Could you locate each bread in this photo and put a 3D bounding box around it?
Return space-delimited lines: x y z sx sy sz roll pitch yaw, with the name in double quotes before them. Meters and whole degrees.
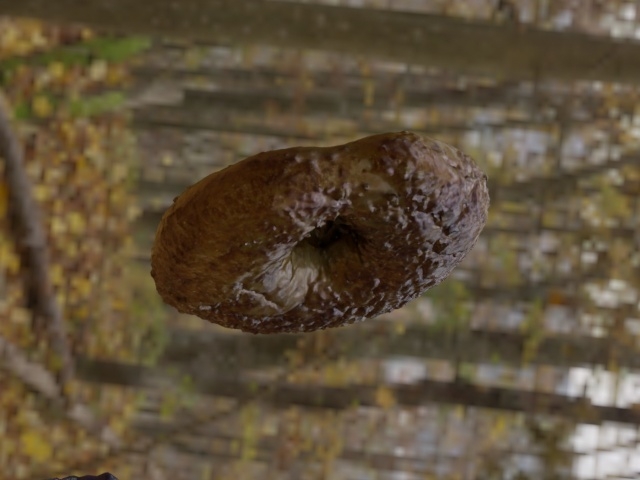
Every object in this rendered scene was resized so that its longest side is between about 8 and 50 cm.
"bread" 0.000 0.000 1.079 0.193 0.193 0.064 78 -1 -68

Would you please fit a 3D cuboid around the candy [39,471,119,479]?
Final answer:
"candy" -0.196 0.156 0.715 0.070 0.275 0.145 88 -7 -46
